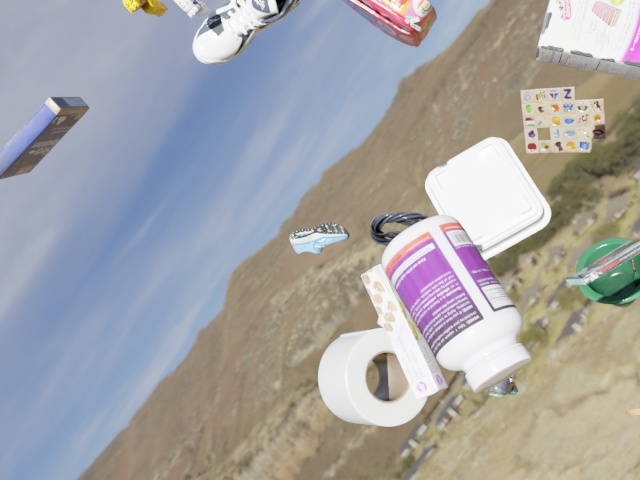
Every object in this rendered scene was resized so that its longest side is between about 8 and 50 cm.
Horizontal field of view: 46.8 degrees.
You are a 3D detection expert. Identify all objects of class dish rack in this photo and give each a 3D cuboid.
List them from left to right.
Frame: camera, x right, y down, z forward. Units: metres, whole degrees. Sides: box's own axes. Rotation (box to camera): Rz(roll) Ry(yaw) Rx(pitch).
[{"bbox_3d":[0.477,-0.132,2.167,0.285,0.333,0.072,-31,-27,12],"label":"dish rack"}]

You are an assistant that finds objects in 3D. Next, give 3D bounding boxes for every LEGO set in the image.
[{"bbox_3d":[-0.303,-0.433,1.229,0.087,0.227,0.093,-39,16,24],"label":"LEGO set"}]

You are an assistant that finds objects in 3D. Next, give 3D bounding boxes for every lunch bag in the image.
[{"bbox_3d":[0.163,-0.641,1.942,0.120,0.293,0.258,-56,-9,7],"label":"lunch bag"}]

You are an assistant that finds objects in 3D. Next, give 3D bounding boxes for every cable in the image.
[{"bbox_3d":[0.205,-0.024,1.754,0.150,0.184,0.047,144,133,-59],"label":"cable"}]

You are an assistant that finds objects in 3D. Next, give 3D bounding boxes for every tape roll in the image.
[{"bbox_3d":[0.137,0.351,1.903,0.246,0.246,0.169,-49,10,-24],"label":"tape roll"}]

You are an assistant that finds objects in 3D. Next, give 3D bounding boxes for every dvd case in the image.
[{"bbox_3d":[0.442,0.034,1.136,0.119,0.013,0.087,-32,-4,1],"label":"dvd case"}]

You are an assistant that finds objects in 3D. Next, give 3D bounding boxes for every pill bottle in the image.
[{"bbox_3d":[0.265,0.122,1.429,0.181,0.323,0.181,-23,-25,-12],"label":"pill bottle"}]

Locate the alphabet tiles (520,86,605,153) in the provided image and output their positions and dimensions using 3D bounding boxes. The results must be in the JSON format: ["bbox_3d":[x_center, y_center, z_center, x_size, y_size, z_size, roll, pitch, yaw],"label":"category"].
[{"bbox_3d":[0.715,-0.354,2.180,0.237,0.198,0.009,3,26,34],"label":"alphabet tiles"}]

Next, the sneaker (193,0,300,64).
[{"bbox_3d":[-0.125,-0.402,1.294,0.235,0.094,0.153,-31,5,-5],"label":"sneaker"}]

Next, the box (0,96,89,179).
[{"bbox_3d":[-0.543,-0.181,1.391,0.225,0.036,0.136,-41,5,11],"label":"box"}]

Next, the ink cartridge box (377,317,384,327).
[{"bbox_3d":[0.219,0.210,2.019,0.060,0.104,0.180,-41,-26,-30],"label":"ink cartridge box"}]

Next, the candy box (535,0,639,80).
[{"bbox_3d":[0.501,-0.368,1.256,0.071,0.233,0.159,39,-113,-77],"label":"candy box"}]

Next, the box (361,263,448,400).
[{"bbox_3d":[0.195,0.210,1.732,0.063,0.324,0.067,-33,-20,28],"label":"box"}]

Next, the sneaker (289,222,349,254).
[{"bbox_3d":[0.000,0.000,2.018,0.063,0.162,0.073,-98,-1,-58],"label":"sneaker"}]

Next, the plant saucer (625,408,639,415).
[{"bbox_3d":[0.690,0.360,1.561,0.083,0.013,0.083,-6,-17,-2],"label":"plant saucer"}]

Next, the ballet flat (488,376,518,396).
[{"bbox_3d":[0.497,0.385,2.003,0.074,0.074,0.203,-50,-25,8],"label":"ballet flat"}]

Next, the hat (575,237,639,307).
[{"bbox_3d":[0.716,0.126,1.745,0.173,0.183,0.208,-19,47,23],"label":"hat"}]
